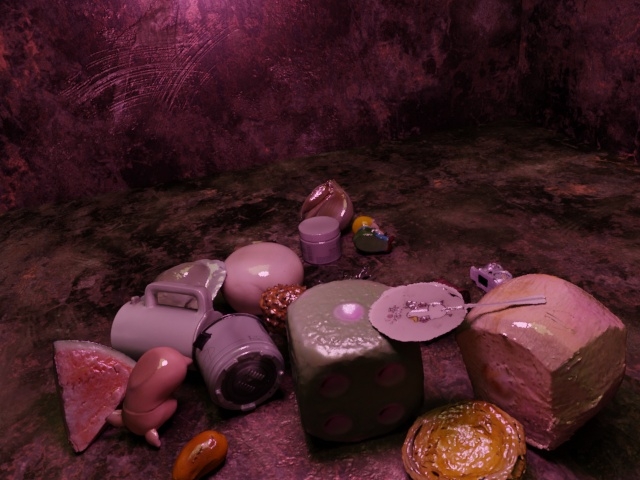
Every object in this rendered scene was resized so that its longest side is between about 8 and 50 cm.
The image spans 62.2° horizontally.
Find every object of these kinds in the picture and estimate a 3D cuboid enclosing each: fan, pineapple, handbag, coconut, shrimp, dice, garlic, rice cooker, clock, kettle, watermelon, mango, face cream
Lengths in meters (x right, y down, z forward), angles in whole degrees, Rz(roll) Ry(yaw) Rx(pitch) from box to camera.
[{"bbox_3d":[0.317,0.163,1.264,0.414,0.012,0.233,-6,30,17],"label":"fan"},{"bbox_3d":[0.008,0.184,1.585,0.364,0.165,0.165,-12,26,5],"label":"pineapple"},{"bbox_3d":[0.378,0.224,1.728,0.225,0.146,0.135,-19,26,-27],"label":"handbag"},{"bbox_3d":[0.562,0.270,1.340,0.404,0.404,0.404,-6,27,3],"label":"coconut"},{"bbox_3d":[-0.262,0.032,2.370,0.254,0.059,0.145,-5,16,15],"label":"shrimp"},{"bbox_3d":[0.081,0.317,1.420,0.322,0.330,0.318,-9,31,-6],"label":"dice"},{"bbox_3d":[0.035,-0.138,2.444,0.237,0.292,0.210,29,-1,1],"label":"garlic"},{"bbox_3d":[-0.240,0.346,1.541,0.280,0.241,0.227,30,9,-37],"label":"rice cooker"},{"bbox_3d":[0.638,0.135,1.912,0.117,0.080,0.176,-15,26,-17],"label":"clock"},{"bbox_3d":[-0.476,0.279,1.708,0.318,0.205,0.265,4,73,22],"label":"kettle"},{"bbox_3d":[-0.676,0.458,1.572,0.283,0.292,0.250,14,-17,-10],"label":"watermelon"},{"bbox_3d":[-0.310,0.543,1.334,0.159,0.084,0.105,-28,28,-36],"label":"mango"},{"bbox_3d":[0.000,0.000,2.259,0.177,0.153,0.177,-6,29,3],"label":"face cream"}]

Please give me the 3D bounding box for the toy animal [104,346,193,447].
[{"bbox_3d":[-0.461,0.418,1.469,0.166,0.250,0.154,16,-8,32],"label":"toy animal"}]

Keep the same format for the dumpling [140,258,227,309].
[{"bbox_3d":[-0.512,0.198,1.901,0.212,0.320,0.270,33,36,-12],"label":"dumpling"}]

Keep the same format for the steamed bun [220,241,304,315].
[{"bbox_3d":[-0.224,0.127,2.003,0.324,0.206,0.324,-7,27,3],"label":"steamed bun"}]

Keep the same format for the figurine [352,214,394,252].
[{"bbox_3d":[0.228,-0.032,2.309,0.185,0.127,0.234,2,17,7],"label":"figurine"}]

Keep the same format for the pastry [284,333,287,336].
[{"bbox_3d":[0.001,0.258,1.739,0.255,0.162,0.311,-26,34,-37],"label":"pastry"}]

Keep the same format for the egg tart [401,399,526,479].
[{"bbox_3d":[0.339,0.497,1.239,0.291,0.107,0.291,-13,32,9],"label":"egg tart"}]
